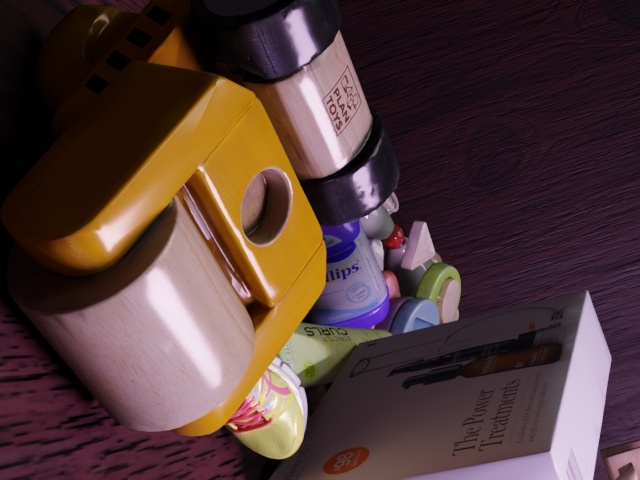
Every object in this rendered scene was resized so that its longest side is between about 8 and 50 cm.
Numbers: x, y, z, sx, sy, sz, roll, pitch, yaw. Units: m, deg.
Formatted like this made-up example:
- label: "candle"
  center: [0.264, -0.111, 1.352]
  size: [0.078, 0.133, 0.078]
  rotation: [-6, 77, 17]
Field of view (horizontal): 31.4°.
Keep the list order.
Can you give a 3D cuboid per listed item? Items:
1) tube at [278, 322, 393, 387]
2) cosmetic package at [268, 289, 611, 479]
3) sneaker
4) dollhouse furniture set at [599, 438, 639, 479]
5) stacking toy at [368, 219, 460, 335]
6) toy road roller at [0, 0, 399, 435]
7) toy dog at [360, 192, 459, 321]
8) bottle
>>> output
- label: "tube"
  center: [0.010, 0.136, 1.354]
  size: [0.070, 0.062, 0.240]
  rotation: [34, 15, 33]
- label: "cosmetic package"
  center: [0.131, 0.185, 1.151]
  size: [0.097, 0.284, 0.377]
  rotation: [68, 22, -11]
- label: "sneaker"
  center: [-0.078, 0.123, 0.951]
  size: [0.208, 0.081, 0.094]
  rotation: [58, 22, -31]
- label: "dollhouse furniture set"
  center: [0.255, 0.420, 1.310]
  size: [0.362, 0.394, 0.256]
  rotation: [12, 61, -80]
- label: "stacking toy"
  center: [0.199, 0.145, 1.949]
  size: [0.279, 0.130, 0.309]
  rotation: [-62, 146, -21]
- label: "toy road roller"
  center: [-0.116, -0.049, 0.809]
  size: [0.329, 0.240, 0.202]
  rotation: [-56, 140, -29]
- label: "toy dog"
  center: [0.119, 0.050, 2.147]
  size: [0.333, 0.161, 0.220]
  rotation: [53, 18, -17]
- label: "bottle"
  center: [0.000, 0.000, 1.486]
  size: [0.092, 0.118, 0.283]
  rotation: [-95, 165, -52]
